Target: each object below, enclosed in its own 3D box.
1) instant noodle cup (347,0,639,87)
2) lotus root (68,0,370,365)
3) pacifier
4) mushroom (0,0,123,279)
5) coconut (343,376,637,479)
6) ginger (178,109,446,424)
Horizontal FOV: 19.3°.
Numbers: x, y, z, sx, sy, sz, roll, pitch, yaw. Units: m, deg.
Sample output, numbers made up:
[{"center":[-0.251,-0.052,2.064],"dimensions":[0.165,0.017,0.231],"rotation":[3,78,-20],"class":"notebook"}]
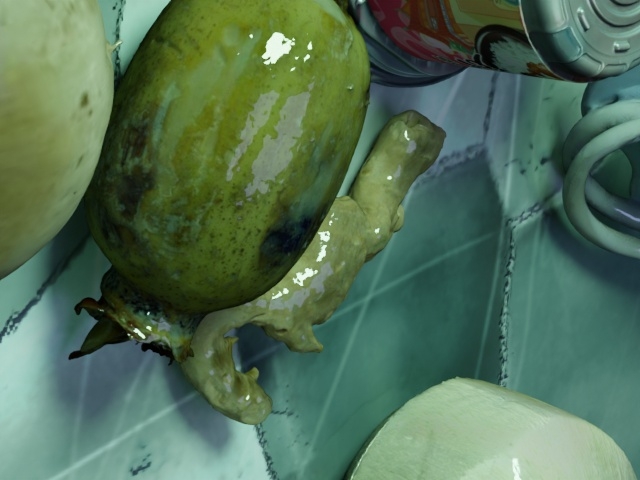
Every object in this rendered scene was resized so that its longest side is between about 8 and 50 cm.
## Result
[{"center":[0.135,-0.208,1.226],"dimensions":[0.258,0.182,0.302],"rotation":[36,79,-48],"class":"instant noodle cup"},{"center":[-0.066,-0.034,1.106],"dimensions":[0.154,0.154,0.278],"rotation":[24,96,-50],"class":"lotus root"},{"center":[0.314,-0.123,1.487],"dimensions":[0.299,0.244,0.233],"rotation":[50,38,-51],"class":"pacifier"},{"center":[-0.202,-0.111,0.851],"dimensions":[0.290,0.292,0.292],"rotation":[-44,137,-51],"class":"mushroom"},{"center":[0.132,0.219,1.365],"dimensions":[0.224,0.234,0.224],"rotation":[-25,128,-37],"class":"coconut"},{"center":[-0.008,-0.009,1.249],"dimensions":[0.258,0.065,0.149],"rotation":[-48,133,-20],"class":"ginger"}]
